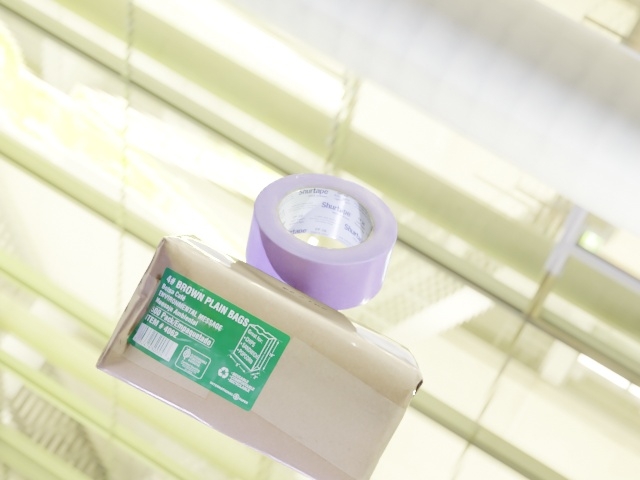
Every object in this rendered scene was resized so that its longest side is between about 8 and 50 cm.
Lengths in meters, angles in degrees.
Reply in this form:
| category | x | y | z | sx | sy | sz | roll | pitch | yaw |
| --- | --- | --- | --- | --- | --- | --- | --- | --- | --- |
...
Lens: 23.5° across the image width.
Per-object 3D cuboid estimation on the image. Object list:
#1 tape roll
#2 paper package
| category | x | y | z | sx | sy | sz | roll | pitch | yaw |
| --- | --- | --- | --- | --- | --- | --- | --- | --- | --- |
| tape roll | 0.000 | 0.000 | 1.989 | 0.189 | 0.189 | 0.080 | -45 | -25 | -49 |
| paper package | -0.060 | 0.135 | 1.761 | 0.168 | 0.324 | 0.309 | -62 | -1 | 0 |
